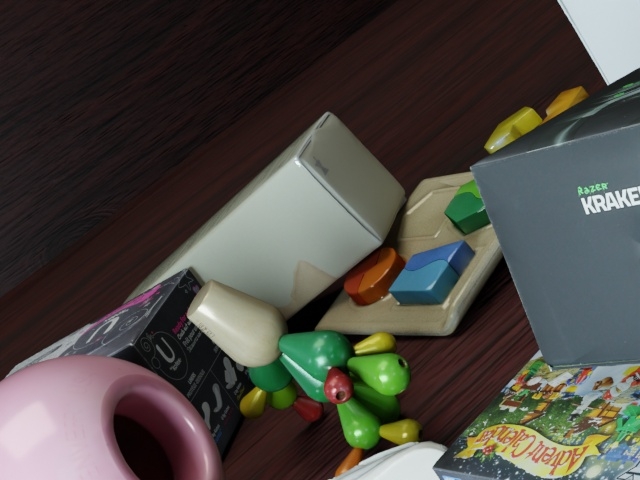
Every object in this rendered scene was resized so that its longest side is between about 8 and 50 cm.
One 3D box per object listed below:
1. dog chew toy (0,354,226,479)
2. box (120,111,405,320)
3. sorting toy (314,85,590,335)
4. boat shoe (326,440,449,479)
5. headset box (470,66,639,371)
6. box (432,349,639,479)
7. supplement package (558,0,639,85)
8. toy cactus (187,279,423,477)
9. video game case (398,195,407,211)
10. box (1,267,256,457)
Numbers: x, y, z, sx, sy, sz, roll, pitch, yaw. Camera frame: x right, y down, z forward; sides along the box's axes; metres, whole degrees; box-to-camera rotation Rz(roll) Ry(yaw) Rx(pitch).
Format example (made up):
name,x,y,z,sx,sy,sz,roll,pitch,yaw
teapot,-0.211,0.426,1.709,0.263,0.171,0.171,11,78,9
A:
name,x,y,z,sx,sy,sz,roll,pitch,yaw
dog chew toy,-0.227,0.228,0.833,0.332,0.206,0.206,-37,12,25
box,-0.071,0.022,1.169,0.311,0.121,0.148,-40,10,28
sorting toy,0.129,-0.032,1.078,0.307,0.041,0.229,-53,21,-26
boat shoe,0.006,0.184,0.713,0.184,0.066,0.063,-37,0,-3
headset box,0.260,-0.046,0.609,0.283,0.131,0.246,-29,11,-41
box,0.187,0.098,0.614,0.159,0.044,0.233,-41,16,-26
supplement package,0.311,-0.181,0.808,0.204,0.262,0.145,-16,23,51
toy cactus,-0.023,0.099,0.842,0.112,0.180,0.219,-59,15,-12
video game case,0.000,0.000,1.401,0.173,0.022,0.190,-40,15,-21
box,-0.207,0.161,1.093,0.247,0.142,0.163,-28,16,23
